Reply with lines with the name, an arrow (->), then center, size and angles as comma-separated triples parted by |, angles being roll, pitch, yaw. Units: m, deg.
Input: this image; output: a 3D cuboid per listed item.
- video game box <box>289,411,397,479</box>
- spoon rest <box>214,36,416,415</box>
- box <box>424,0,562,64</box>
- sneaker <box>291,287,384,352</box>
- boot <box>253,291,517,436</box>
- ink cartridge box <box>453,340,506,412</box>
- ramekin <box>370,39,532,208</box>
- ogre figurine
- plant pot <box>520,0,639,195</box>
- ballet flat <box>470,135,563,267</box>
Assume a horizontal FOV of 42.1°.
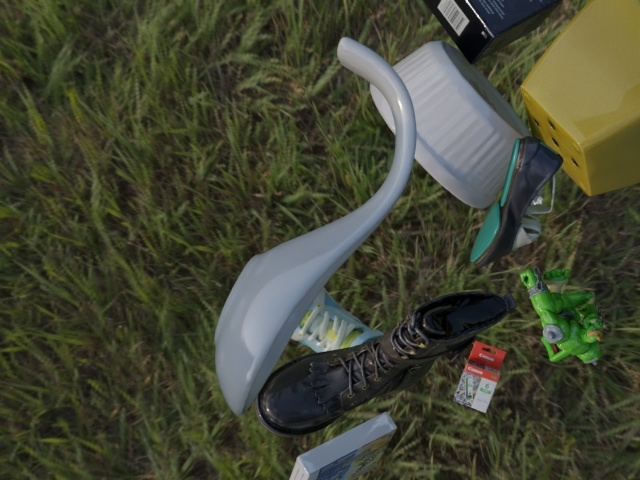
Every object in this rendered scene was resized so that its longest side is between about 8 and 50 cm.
video game box -> 0.035, 0.429, 1.604 | 0.205, 0.187, 0.048 | -21, 61, -27
spoon rest -> 0.000, 0.000, 0.596 | 0.084, 0.137, 0.276 | 22, 94, 6
box -> 0.269, -0.391, 1.324 | 0.158, 0.093, 0.156 | -31, 81, -20
sneaker -> 0.030, 0.175, 1.556 | 0.127, 0.319, 0.208 | -57, 39, 0
boot -> 0.066, 0.127, 0.938 | 0.263, 0.229, 0.091 | -17, 73, -27
ink cartridge box -> 0.289, 0.246, 1.505 | 0.063, 0.029, 0.115 | 20, 103, 8
ramekin -> 0.213, -0.192, 1.298 | 0.127, 0.273, 0.273 | -43, 82, 22
ogre figurine -> 0.389, 0.125, 1.308 | 0.097, 0.197, 0.118 | -17, 54, 20
plant pot -> 0.407, -0.191, 1.172 | 0.187, 0.212, 0.212 | -35, 57, 2
ballet flat -> 0.238, -0.034, 0.997 | 0.074, 0.203, 0.074 | 6, 44, -6
